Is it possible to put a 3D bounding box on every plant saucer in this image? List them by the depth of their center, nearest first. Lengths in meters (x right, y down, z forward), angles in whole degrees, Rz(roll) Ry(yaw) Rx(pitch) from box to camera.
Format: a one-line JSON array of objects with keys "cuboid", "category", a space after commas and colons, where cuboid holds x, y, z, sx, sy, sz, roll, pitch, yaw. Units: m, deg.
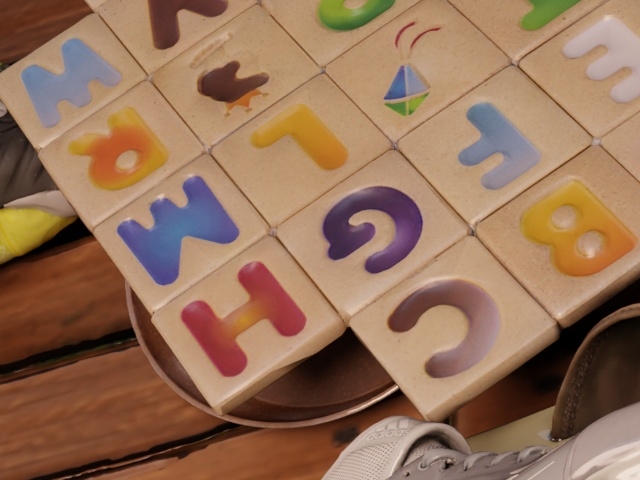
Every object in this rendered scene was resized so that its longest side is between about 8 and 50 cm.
[{"cuboid": [0.000, 0.000, 0.791, 0.168, 0.029, 0.168, -12, 62, 23], "category": "plant saucer"}]

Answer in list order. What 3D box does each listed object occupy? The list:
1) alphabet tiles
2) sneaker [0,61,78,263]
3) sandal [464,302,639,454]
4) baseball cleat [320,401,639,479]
[{"cuboid": [0.025, -0.083, 0.787, 0.285, 0.011, 0.342, -34, 48, -6], "category": "alphabet tiles"}, {"cuboid": [-0.271, 0.030, 0.860, 0.384, 0.147, 0.145, -20, 34, -13], "category": "sneaker"}, {"cuboid": [0.115, 0.072, 0.650, 0.303, 0.086, 0.120, -26, 44, 10], "category": "sandal"}, {"cuboid": [0.053, 0.079, 0.588, 0.206, 0.072, 0.109, -36, 37, 25], "category": "baseball cleat"}]
